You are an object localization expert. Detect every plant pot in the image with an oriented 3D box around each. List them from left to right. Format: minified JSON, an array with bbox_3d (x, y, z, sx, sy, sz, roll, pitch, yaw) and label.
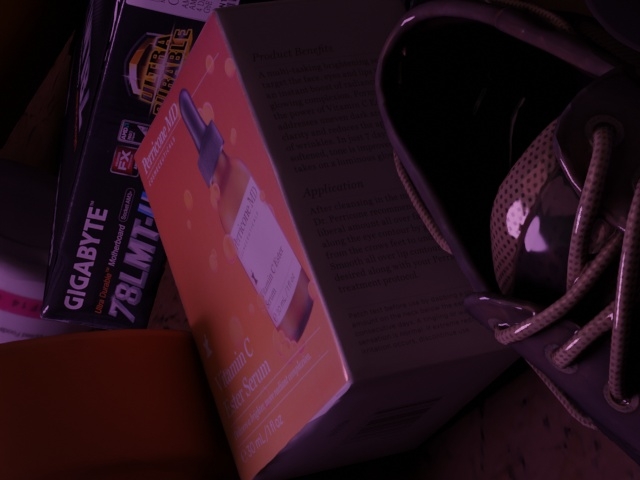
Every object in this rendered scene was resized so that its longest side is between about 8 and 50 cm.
[{"bbox_3d":[-0.141,0.188,0.820,0.291,0.291,0.203,-41,60,49],"label":"plant pot"}]

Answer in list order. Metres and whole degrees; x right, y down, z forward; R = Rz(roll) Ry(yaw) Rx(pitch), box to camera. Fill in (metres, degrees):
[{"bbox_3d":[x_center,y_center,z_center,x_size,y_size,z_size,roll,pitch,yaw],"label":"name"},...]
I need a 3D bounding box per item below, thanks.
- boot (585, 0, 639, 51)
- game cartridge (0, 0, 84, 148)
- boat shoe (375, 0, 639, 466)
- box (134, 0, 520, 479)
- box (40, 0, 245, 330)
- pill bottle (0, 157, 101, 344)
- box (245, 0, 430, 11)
[{"bbox_3d":[0.158,-0.191,0.536,0.263,0.091,0.229,-61,-2,34],"label":"boot"},{"bbox_3d":[-0.219,-0.164,1.190,0.323,0.053,0.285,-55,-1,17],"label":"game cartridge"},{"bbox_3d":[0.107,0.017,0.558,0.132,0.130,0.355,-67,27,16],"label":"boat shoe"},{"bbox_3d":[0.000,0.000,0.746,0.130,0.091,0.170,-53,53,56],"label":"box"},{"bbox_3d":[-0.095,-0.147,1.017,0.295,0.073,0.293,-93,21,-53],"label":"box"},{"bbox_3d":[-0.254,0.096,1.194,0.283,0.160,0.160,-63,28,23],"label":"pill bottle"},{"bbox_3d":[0.019,-0.136,0.895,0.233,0.059,0.183,-9,67,62],"label":"box"}]
